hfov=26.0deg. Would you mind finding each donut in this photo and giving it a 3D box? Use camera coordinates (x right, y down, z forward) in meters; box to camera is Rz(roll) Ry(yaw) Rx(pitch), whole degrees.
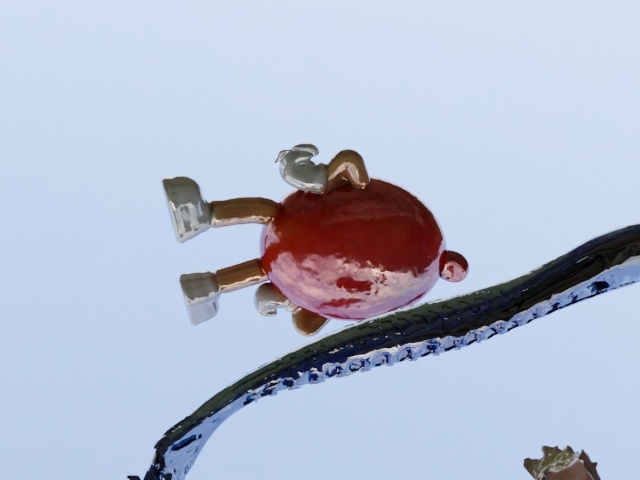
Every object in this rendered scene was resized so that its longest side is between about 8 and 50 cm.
[{"bbox_3d":[0.198,0.273,1.295,0.166,0.065,0.117,-29,-84,-9],"label":"donut"}]

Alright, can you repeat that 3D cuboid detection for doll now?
[{"bbox_3d":[0.000,0.000,1.015,0.217,0.183,0.085,-2,-134,1],"label":"doll"}]

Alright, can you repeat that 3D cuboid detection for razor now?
[{"bbox_3d":[0.035,0.058,0.682,0.324,0.093,0.056,-27,-112,-7],"label":"razor"}]
